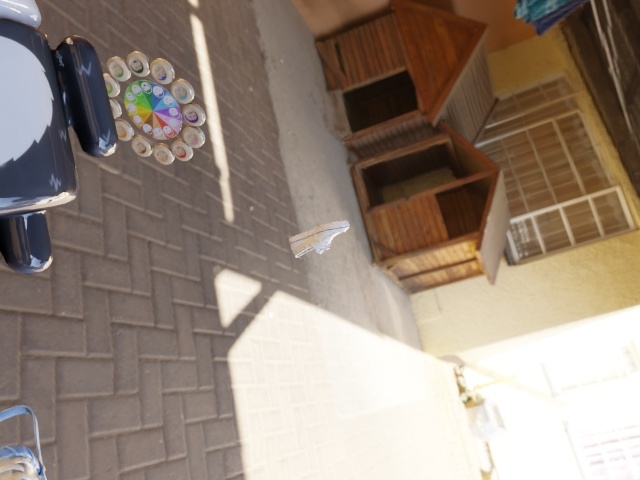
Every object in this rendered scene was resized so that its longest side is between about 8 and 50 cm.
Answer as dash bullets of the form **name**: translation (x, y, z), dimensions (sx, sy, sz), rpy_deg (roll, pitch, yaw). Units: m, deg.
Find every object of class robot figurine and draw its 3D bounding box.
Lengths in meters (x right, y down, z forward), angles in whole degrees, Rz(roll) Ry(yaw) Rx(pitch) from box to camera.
- **robot figurine**: translation (-0.300, -0.101, 0.442), dimensions (0.209, 0.174, 0.278), rpy_deg (-36, 119, -73)

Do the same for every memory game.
- **memory game**: translation (-0.260, -0.197, 0.835), dimensions (0.186, 0.186, 0.012), rpy_deg (64, 32, -30)

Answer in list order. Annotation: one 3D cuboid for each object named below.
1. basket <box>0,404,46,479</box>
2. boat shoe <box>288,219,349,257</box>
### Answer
- **basket**: translation (-0.595, 0.432, 0.910), dimensions (0.289, 0.255, 0.201), rpy_deg (51, -33, 37)
- **boat shoe**: translation (0.000, 0.000, 0.750), dimensions (0.035, 0.100, 0.035), rpy_deg (-3, 76, -58)
